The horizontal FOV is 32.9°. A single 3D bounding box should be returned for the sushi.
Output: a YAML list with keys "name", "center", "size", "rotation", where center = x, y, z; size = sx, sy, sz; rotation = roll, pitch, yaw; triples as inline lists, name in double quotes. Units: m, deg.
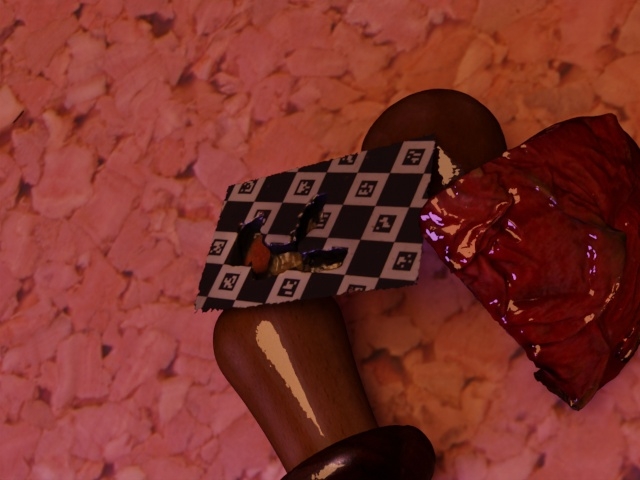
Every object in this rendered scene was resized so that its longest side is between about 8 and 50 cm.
- name: "sushi"
  center: [0.000, 0.000, 1.166]
  size: [0.279, 0.043, 0.192]
  rotation: [-12, 50, 30]

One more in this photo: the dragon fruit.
- name: "dragon fruit"
  center: [0.201, 0.021, 1.105]
  size: [0.240, 0.330, 0.302]
  rotation: [-20, 69, 38]

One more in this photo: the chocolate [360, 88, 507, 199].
- name: "chocolate"
  center: [0.130, -0.085, 1.213]
  size: [0.176, 0.177, 0.177]
  rotation: [-6, 72, 20]

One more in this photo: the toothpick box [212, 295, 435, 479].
- name: "toothpick box"
  center: [-0.002, 0.192, 1.176]
  size: [0.192, 0.192, 0.294]
  rotation: [-32, 60, 10]
